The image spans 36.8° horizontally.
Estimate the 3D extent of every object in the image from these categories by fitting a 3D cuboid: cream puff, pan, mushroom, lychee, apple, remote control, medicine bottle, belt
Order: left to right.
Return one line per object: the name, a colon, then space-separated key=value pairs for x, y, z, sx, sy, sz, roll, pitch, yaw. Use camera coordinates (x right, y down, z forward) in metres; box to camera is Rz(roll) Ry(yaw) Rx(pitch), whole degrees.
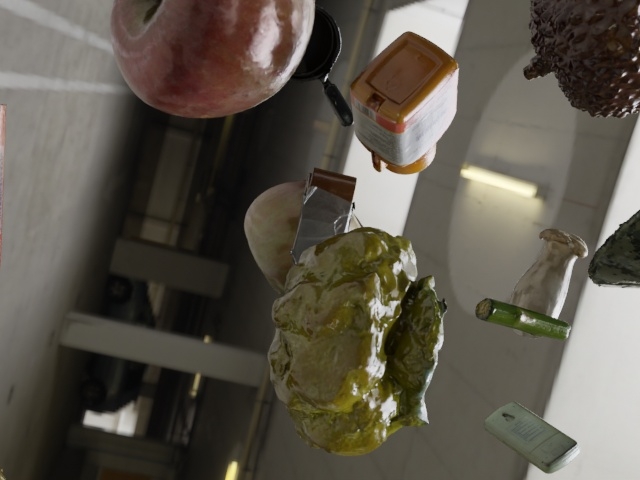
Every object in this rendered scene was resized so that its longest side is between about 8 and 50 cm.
apple: x=-0.157 y=-0.354 z=1.483 sx=0.344 sy=0.269 sz=0.345 roll=-10 pitch=-104 yaw=45
apple: x=-0.030 y=-0.008 z=2.024 sx=0.234 sy=0.257 sz=0.257 roll=-32 pitch=-162 yaw=2
pan: x=-0.008 y=-0.296 z=1.647 sx=0.136 sy=0.235 sz=0.028 roll=-31 pitch=-159 yaw=2
belt: x=0.000 y=0.000 z=1.804 sx=0.184 sy=0.105 sz=0.261 roll=-86 pitch=-172 yaw=-69
cream puff: x=0.063 y=0.120 z=1.153 sx=0.282 sy=0.185 sz=0.282 roll=-4 pitch=95 yaw=-63
medicine bottle: x=0.133 y=-0.201 z=1.513 sx=0.149 sy=0.112 sz=0.222 roll=-45 pitch=158 yaw=-15
remote control: x=0.454 y=0.423 z=2.077 sx=0.233 sy=0.098 sz=0.038 roll=30 pitch=-34 yaw=59
mushroom: x=0.411 y=0.079 z=1.759 sx=0.212 sy=0.088 sz=0.097 roll=-60 pitch=-160 yaw=-1
lychee: x=0.441 y=-0.321 z=1.443 sx=0.304 sy=0.276 sz=0.276 roll=-31 pitch=-145 yaw=26

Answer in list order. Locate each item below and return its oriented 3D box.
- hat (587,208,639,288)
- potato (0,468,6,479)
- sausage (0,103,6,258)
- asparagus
hat: x=0.398 y=0.025 z=0.925 sx=0.128 sy=0.265 sz=0.265 roll=65 pitch=-31 yaw=27
potato: x=-0.543 y=0.366 z=1.176 sx=0.397 sy=0.296 sz=0.290 roll=-41 pitch=-130 yaw=53
sausage: x=-0.421 y=-0.032 z=1.165 sx=0.074 sy=0.074 sz=0.274 roll=-130 pitch=-136 yaw=-76
asparagus: x=0.343 y=0.134 z=1.623 sx=0.045 sy=0.178 sz=0.041 roll=-47 pitch=-144 yaw=44
